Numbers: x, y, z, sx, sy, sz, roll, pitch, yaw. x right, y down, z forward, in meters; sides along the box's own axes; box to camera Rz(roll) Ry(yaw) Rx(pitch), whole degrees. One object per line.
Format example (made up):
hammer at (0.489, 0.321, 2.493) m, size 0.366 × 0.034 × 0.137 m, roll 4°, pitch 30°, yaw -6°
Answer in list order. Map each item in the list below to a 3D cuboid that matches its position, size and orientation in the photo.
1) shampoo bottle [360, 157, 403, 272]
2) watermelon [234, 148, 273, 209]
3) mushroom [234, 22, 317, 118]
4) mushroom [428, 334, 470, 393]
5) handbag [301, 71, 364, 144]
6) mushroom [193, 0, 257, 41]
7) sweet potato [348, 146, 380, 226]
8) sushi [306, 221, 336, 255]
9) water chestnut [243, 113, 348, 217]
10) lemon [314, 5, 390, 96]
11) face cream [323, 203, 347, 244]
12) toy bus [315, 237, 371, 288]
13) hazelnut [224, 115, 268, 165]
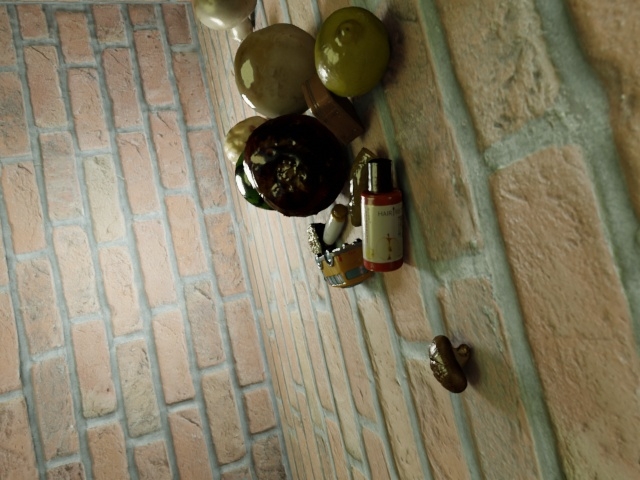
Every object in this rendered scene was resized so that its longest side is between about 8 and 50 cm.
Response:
shampoo bottle at (0.154, -0.066, 1.126) m, size 0.104 × 0.104 × 0.279 m, roll -144°, pitch 46°, yaw -63°
watermelon at (-0.182, -0.251, 1.704) m, size 0.285 × 0.284 × 0.286 m, roll 169°, pitch 90°, yaw -71°
mushroom at (-0.136, -0.553, 1.459) m, size 0.290 × 0.292 × 0.293 m, roll -101°, pitch 9°, yaw -63°
mushroom at (0.281, 0.272, 0.986) m, size 0.109 × 0.084 × 0.126 m, roll 104°, pitch 154°, yaw -52°
handbag at (0.032, -0.358, 1.200) m, size 0.072 × 0.193 × 0.151 m, roll -32°, pitch 59°, yaw 23°
mushroom at (-0.388, -1.030, 1.966) m, size 0.290 × 0.297 × 0.298 m, roll 43°, pitch -162°, yaw -54°
sweet potato at (0.124, -0.128, 1.238) m, size 0.286 × 0.085 × 0.112 m, roll 86°, pitch -164°, yaw -51°
sushi at (0.000, 0.000, 1.633) m, size 0.091 × 0.078 × 0.151 m, roll 107°, pitch 147°, yaw -53°
water chestnut at (-0.065, -0.247, 1.446) m, size 0.302 × 0.350 × 0.351 m, roll -58°, pitch -23°, yaw -51°
lemon at (0.073, -0.433, 1.052) m, size 0.248 × 0.183 × 0.184 m, roll 92°, pitch 165°, yaw -83°
face cream at (0.047, -0.053, 1.512) m, size 0.182 × 0.051 × 0.072 m, roll 111°, pitch 147°, yaw -55°
toy bus at (0.074, 0.080, 1.410) m, size 0.136 × 0.126 × 0.209 m, roll 69°, pitch 160°, yaw 1°
hazelnut at (-0.311, -0.455, 2.097) m, size 0.241 × 0.261 × 0.261 m, roll 44°, pitch 156°, yaw 1°
